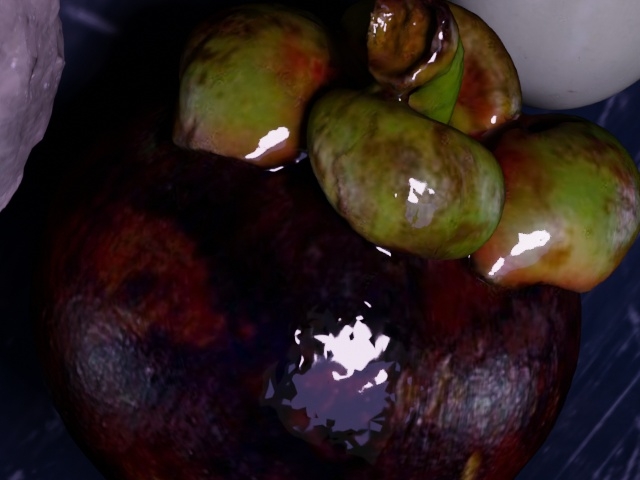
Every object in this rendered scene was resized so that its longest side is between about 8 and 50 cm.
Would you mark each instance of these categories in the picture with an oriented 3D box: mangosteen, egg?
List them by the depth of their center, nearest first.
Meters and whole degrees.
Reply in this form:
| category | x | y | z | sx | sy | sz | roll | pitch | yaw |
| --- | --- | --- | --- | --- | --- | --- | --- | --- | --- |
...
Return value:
| category | x | y | z | sx | sy | sz | roll | pitch | yaw |
| --- | --- | --- | --- | --- | --- | --- | --- | --- | --- |
| mangosteen | -0.003 | 0.019 | 1.008 | 0.311 | 0.311 | 0.311 | -11 | 128 | -15 |
| egg | 0.132 | -0.157 | 1.028 | 0.149 | 0.149 | 0.192 | -3 | 134 | -20 |

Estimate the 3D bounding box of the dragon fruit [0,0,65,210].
| category | x | y | z | sx | sy | sz | roll | pitch | yaw |
| --- | --- | --- | --- | --- | --- | --- | --- | --- | --- |
| dragon fruit | -0.222 | -0.069 | 0.910 | 0.204 | 0.221 | 0.283 | 26 | 109 | -28 |
